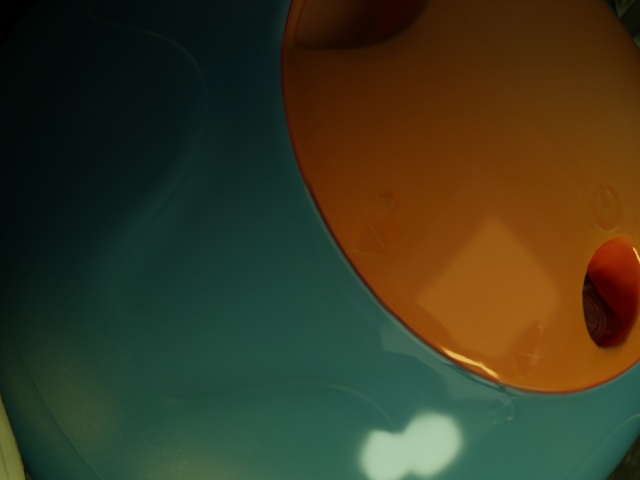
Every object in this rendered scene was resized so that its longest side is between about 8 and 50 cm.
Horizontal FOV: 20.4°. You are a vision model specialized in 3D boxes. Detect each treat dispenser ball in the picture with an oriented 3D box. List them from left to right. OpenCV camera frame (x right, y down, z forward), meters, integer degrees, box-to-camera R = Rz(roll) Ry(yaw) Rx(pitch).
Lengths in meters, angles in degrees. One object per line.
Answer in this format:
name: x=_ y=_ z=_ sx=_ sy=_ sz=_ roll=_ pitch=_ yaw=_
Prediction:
treat dispenser ball: x=0.000 y=0.000 z=0.696 sx=0.288 sy=0.288 sz=0.288 roll=-26 pitch=127 yaw=-42

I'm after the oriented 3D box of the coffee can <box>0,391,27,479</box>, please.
coffee can: x=-0.252 y=0.106 z=0.511 sx=0.275 sy=0.201 sz=0.201 roll=-16 pitch=120 yaw=-47
